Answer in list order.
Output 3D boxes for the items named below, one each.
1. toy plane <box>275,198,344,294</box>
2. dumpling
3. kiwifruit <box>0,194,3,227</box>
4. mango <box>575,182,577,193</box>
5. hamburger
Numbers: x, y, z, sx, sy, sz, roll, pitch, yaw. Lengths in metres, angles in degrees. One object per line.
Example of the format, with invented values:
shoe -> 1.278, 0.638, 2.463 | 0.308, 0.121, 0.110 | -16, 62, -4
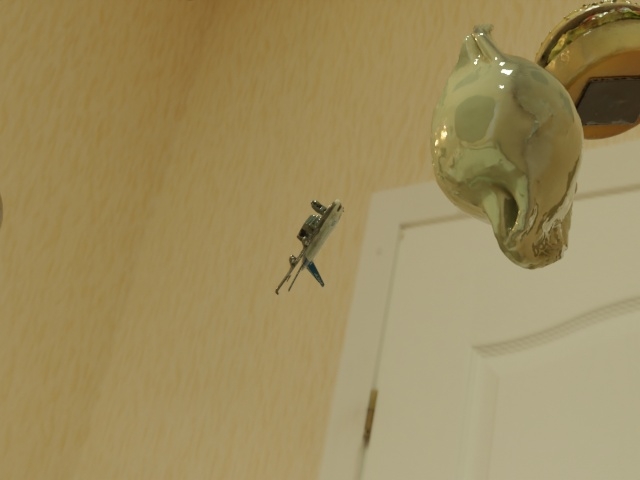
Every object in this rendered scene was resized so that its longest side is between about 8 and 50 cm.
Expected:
toy plane -> -0.002, -0.001, 0.511 | 0.024, 0.078, 0.084 | 30, -35, 12
dumpling -> 0.201, -0.091, 0.872 | 0.147, 0.258, 0.193 | -20, -25, 34
kiwifruit -> -0.518, -0.030, 1.056 | 0.196, 0.234, 0.196 | 18, -52, 25
mango -> 0.295, -0.092, 1.163 | 0.114, 0.060, 0.080 | 24, -1, 27
hamburger -> 0.569, -0.346, 1.723 | 0.300, 0.176, 0.300 | -10, -37, -8
